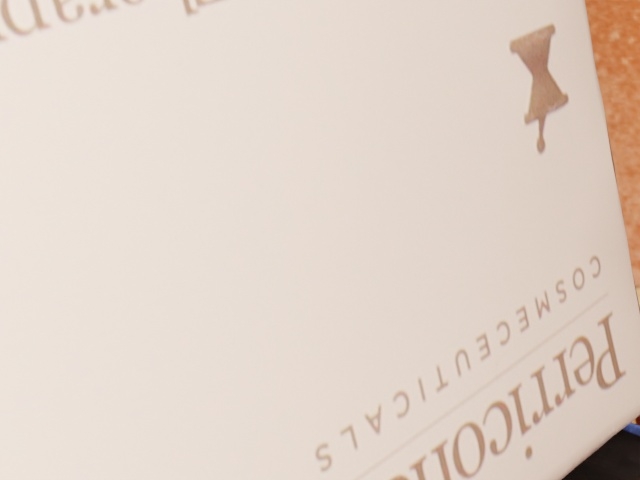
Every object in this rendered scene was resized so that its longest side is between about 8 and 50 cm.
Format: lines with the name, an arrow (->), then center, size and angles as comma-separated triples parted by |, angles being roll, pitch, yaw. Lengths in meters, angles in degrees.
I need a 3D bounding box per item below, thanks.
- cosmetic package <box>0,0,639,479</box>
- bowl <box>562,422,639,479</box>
cosmetic package -> -0.120, -0.064, 0.492 | 0.329, 0.327, 0.393 | -27, 110, -42
bowl -> 0.073, 0.198, 0.541 | 0.391, 0.077, 0.391 | 3, 31, -2
